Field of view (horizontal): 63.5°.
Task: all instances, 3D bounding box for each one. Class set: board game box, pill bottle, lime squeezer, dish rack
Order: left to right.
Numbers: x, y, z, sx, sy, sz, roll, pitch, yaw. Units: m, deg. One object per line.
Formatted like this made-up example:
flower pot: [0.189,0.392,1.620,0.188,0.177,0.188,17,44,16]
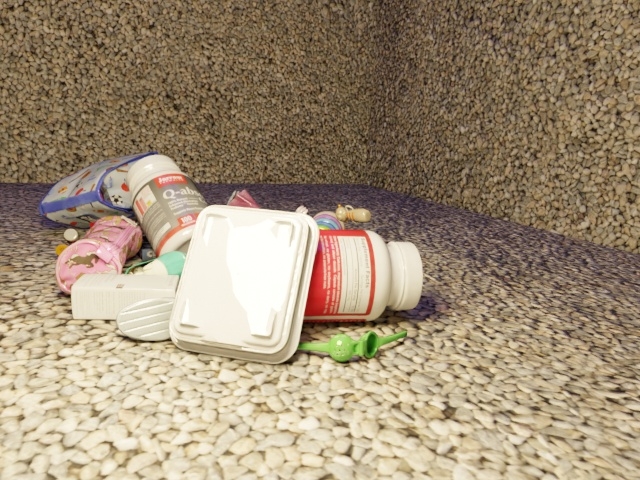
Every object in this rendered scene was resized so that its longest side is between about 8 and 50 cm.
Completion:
pill bottle: [-0.453,-0.085,1.591,0.210,0.210,0.363,-8,50,-42]
board game box: [-0.513,0.022,1.802,0.243,0.042,0.165,-4,15,-31]
dish rack: [-0.165,0.073,1.081,0.285,0.333,0.072,7,-19,10]
pill bottle: [0.028,0.086,1.268,0.407,0.229,0.229,1,13,-12]
lime squeezer: [0.070,0.226,1.103,0.310,0.059,0.110,-3,-16,-19]

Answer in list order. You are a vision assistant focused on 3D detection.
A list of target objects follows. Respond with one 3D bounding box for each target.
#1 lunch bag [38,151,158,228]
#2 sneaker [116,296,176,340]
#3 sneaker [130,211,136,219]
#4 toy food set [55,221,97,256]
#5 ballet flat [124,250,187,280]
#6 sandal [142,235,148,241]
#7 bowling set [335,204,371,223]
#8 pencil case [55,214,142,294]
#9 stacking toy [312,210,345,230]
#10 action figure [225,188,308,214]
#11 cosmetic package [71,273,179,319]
lunch bag: [-0.842,-0.186,2.024,0.327,0.239,0.385,-10,15,23]
sneaker: [-0.326,0.170,1.159,0.258,0.094,0.091,-2,-7,-33]
sneaker: [-0.743,-0.143,2.338,0.118,0.110,0.292,21,20,28]
toy food set: [-0.733,0.009,1.689,0.232,0.111,0.104,-13,-13,-21]
ballet flat: [-0.440,0.088,1.361,0.247,0.083,0.087,-16,5,42]
sandal: [-0.540,-0.009,1.742,0.179,0.040,0.067,14,17,37]
bowling set: [0.092,0.046,1.601,0.154,0.287,0.200,8,46,46]
pencil case: [-0.608,0.035,1.452,0.160,0.167,0.386,9,13,-12]
stacking toy: [0.000,0.000,1.906,0.141,0.141,0.330,6,20,9]
action figure: [-0.185,0.005,1.652,0.370,0.248,0.275,36,63,22]
cosmetic package: [-0.461,0.134,1.245,0.231,0.086,0.117,0,14,-10]
